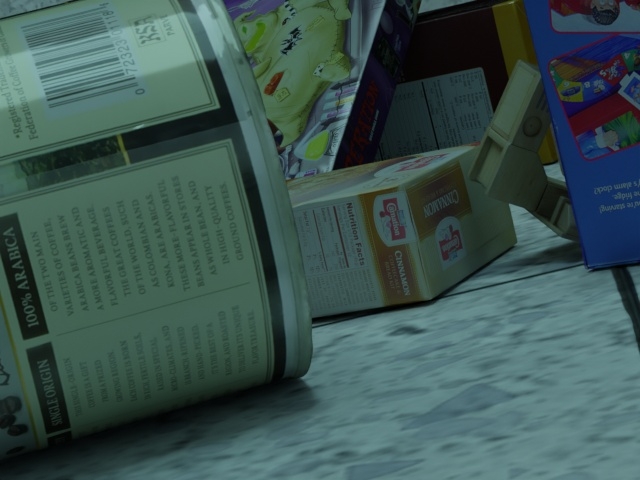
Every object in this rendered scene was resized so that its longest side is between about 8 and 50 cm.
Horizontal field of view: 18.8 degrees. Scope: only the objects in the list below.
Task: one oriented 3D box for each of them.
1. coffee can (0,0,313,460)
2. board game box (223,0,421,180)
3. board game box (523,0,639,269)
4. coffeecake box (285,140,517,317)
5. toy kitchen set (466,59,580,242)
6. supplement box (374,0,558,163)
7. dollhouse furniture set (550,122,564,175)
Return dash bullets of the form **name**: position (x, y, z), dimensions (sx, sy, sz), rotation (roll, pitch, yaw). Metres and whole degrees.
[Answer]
- **coffee can**: position (-0.164, 0.005, 0.885), dimensions (0.275, 0.201, 0.201), rotation (-15, 8, -10)
- **board game box**: position (-0.033, -0.130, 1.508), dimensions (0.208, 0.056, 0.346), rotation (-16, 39, 32)
- **board game box**: position (0.266, -0.126, 0.912), dimensions (0.347, 0.233, 0.078), rotation (-9, 10, 36)
- **coffeecake box**: position (0.000, 0.000, 1.116), dimensions (0.186, 0.068, 0.142), rotation (-10, 8, 27)
- **toy kitchen set**: position (0.140, -0.044, 1.057), dimensions (0.083, 0.075, 0.068), rotation (17, 14, -24)
- **supplement box**: position (0.128, -0.130, 1.593), dimensions (0.194, 0.129, 0.191), rotation (-9, 9, 32)
- **dollhouse furniture set**: position (0.263, -0.260, 1.285), dimensions (0.257, 0.394, 0.362), rotation (-17, 8, -18)
